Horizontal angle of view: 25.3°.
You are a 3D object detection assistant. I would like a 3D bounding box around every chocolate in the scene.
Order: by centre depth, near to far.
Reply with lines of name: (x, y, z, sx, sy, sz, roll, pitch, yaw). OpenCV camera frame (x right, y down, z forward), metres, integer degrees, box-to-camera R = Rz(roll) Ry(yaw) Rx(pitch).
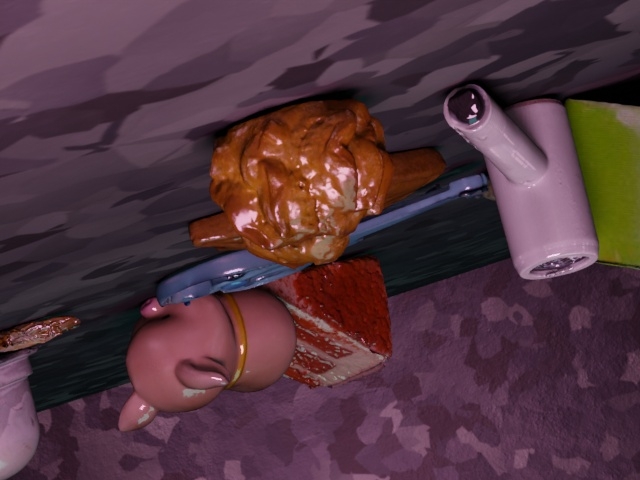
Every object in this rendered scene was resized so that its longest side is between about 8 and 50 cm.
chocolate: (-0.410, 0.216, 1.658, 0.221, 0.147, 0.221, -14, 175, -1)

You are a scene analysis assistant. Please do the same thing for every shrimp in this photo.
shrimp: (-0.307, 0.096, 1.447, 0.127, 0.025, 0.091, -15, 172, -7)

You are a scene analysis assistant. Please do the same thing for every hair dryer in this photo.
hair dryer: (0.144, -0.058, 1.042, 0.073, 0.131, 0.236, -17, 161, 16)

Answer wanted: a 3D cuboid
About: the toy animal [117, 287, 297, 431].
toy animal: (-0.127, 0.122, 1.671, 0.248, 0.149, 0.165, -22, 162, -51)

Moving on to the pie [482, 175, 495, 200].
pie: (0.272, -0.077, 1.476, 0.240, 0.054, 0.240, -20, 176, -2)

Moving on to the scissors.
scissors: (0.000, -0.001, 1.450, 0.393, 0.032, 0.180, -21, 173, 33)

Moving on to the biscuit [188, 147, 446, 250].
biscuit: (-0.010, -0.025, 1.201, 0.215, 0.034, 0.182, -16, 173, -22)

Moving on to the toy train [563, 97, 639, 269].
toy train: (0.340, -0.040, 1.233, 0.249, 0.173, 0.307, 8, -174, 25)

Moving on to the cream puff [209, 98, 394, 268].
cream puff: (-0.011, -0.031, 0.867, 0.116, 0.094, 0.122, -11, 175, -33)

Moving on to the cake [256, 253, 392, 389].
cake: (-0.037, 0.065, 1.861, 0.158, 0.159, 0.262, -23, 138, 38)
